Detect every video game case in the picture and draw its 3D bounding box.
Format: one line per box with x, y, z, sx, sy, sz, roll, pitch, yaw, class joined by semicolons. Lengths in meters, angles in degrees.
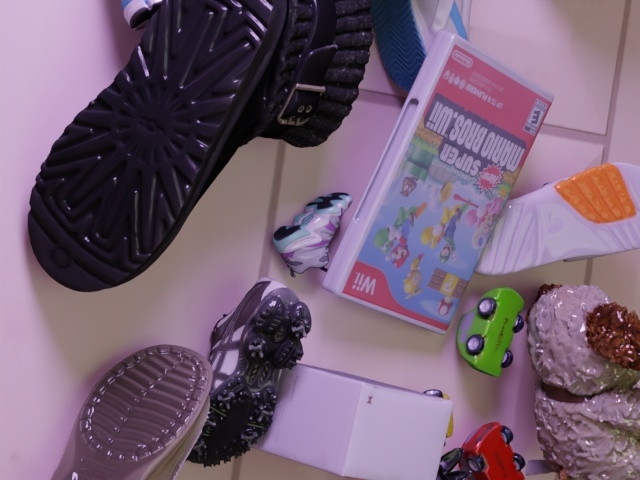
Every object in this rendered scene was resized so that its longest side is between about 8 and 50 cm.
0.126;-0.054;1.797;0.204;0.025;0.285;22;93;-50;video game case

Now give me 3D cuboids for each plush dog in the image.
0.293;0.153;1.908;0.210;0.262;0.225;-23;108;-21;plush dog

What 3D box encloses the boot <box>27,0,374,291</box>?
-0.095;-0.103;1.575;0.348;0.131;0.260;-52;166;13;boot

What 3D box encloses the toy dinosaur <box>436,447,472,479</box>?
0.108;0.352;1.815;0.322;0.164;0.218;-36;158;-42;toy dinosaur

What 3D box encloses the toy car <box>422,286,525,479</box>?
0.161;0.157;1.898;0.239;0.053;0.225;28;78;-42;toy car

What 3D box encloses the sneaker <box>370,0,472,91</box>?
0.098;-0.268;1.754;0.092;0.087;0.229;-35;127;-37;sneaker

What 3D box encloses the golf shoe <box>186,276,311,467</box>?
-0.076;0.125;1.668;0.077;0.094;0.198;25;106;-28;golf shoe

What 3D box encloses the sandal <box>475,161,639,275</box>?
0.264;-0.023;1.955;0.265;0.076;0.102;-12;91;-19;sandal

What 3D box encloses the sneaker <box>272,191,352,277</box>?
0.000;0.000;1.740;0.098;0.038;0.069;-35;121;-22;sneaker

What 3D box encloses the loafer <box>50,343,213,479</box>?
-0.185;0.211;1.572;0.268;0.102;0.092;-56;162;-28;loafer

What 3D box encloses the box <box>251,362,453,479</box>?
0.019;0.175;1.693;0.130;0.170;0.091;16;86;-42;box

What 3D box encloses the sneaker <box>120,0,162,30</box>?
-0.118;-0.255;1.573;0.190;0.071;0.083;-26;83;-48;sneaker
